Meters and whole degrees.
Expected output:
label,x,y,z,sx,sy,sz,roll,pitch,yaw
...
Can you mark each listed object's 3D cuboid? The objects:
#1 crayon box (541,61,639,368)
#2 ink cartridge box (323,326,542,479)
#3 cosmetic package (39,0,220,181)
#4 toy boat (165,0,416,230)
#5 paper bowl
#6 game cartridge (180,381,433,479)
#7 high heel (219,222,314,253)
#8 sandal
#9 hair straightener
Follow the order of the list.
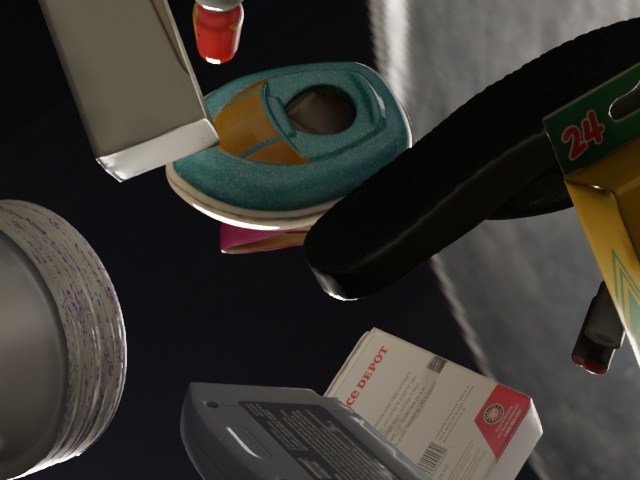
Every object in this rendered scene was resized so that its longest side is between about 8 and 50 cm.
label,x,y,z,sx,sy,sz,roll,pitch,yaw
crayon box,0.321,0.002,1.333,0.318,0.202,0.081,64,164,-20
ink cartridge box,0.112,0.214,1.899,0.218,0.158,0.092,24,159,29
cosmetic package,-0.203,-0.225,1.621,0.160,0.113,0.309,78,171,-85
toy boat,-0.060,-0.159,1.804,0.318,0.268,0.148,61,160,29
paper bowl,-0.348,0.106,1.749,0.148,0.284,0.284,-17,-115,-52
game cartridge,-0.013,0.213,1.608,0.196,0.060,0.294,11,-167,-29
high heel,0.000,0.000,2.097,0.244,0.117,0.082,21,146,-3
sandal,0.189,-0.074,1.670,0.107,0.446,0.167,57,179,-30
hair straightener,0.320,0.033,1.750,0.047,0.230,0.089,28,138,9
